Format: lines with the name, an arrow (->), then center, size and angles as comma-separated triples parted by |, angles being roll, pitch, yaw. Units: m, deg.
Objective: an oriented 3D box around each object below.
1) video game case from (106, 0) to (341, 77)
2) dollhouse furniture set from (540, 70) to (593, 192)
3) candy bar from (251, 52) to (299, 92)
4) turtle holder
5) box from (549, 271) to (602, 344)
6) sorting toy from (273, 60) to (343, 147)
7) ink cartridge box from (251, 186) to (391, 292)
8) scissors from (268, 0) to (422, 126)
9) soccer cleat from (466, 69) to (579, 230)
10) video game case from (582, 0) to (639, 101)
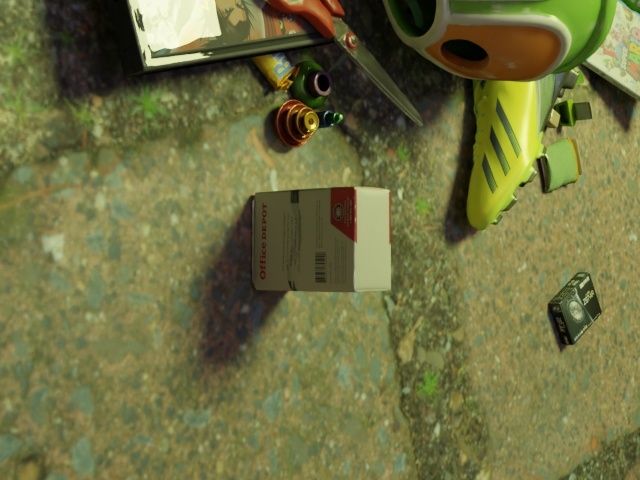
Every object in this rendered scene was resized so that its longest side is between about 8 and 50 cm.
video game case -> -0.098, -0.292, 1.001 | 0.275, 0.035, 0.248 | -20, 100, -47
dollhouse furniture set -> 0.325, -0.142, 1.415 | 0.076, 0.058, 0.152 | -23, 105, -41
candy bar -> -0.074, -0.213, 1.058 | 0.161, 0.018, 0.040 | 51, 57, -30
turtle holder -> 0.182, -0.327, 1.158 | 0.227, 0.243, 0.320 | -16, 108, -23
box -> 0.345, 0.091, 1.458 | 0.083, 0.018, 0.067 | -37, 115, -38
sorting toy -> -0.006, -0.138, 1.105 | 0.061, 0.042, 0.102 | 41, 62, -36
ink cartridge box -> 0.000, 0.000, 1.045 | 0.056, 0.135, 0.099 | 1, 89, -47
scissors -> 0.012, -0.204, 1.071 | 0.297, 0.021, 0.109 | 57, 46, -27
soccer cleat -> 0.224, -0.150, 1.316 | 0.121, 0.093, 0.289 | 25, 78, -1
video game case -> 0.442, -0.265, 1.525 | 0.166, 0.015, 0.119 | 27, 70, -20
